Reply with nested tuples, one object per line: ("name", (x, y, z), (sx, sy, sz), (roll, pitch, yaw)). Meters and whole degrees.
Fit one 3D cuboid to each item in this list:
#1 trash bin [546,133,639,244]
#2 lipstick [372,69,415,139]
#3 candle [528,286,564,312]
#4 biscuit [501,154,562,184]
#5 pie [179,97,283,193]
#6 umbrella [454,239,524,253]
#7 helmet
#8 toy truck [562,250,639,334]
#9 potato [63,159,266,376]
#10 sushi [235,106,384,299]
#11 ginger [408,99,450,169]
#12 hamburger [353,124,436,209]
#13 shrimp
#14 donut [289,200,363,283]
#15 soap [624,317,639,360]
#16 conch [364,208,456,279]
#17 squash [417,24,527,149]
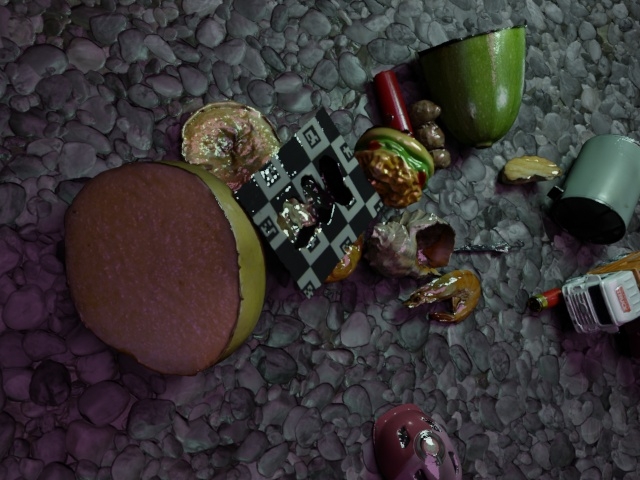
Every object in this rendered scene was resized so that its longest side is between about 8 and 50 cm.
("trash bin", (0.855, -0.157, 1.909), (0.277, 0.217, 0.263), (30, 67, 6))
("lipstick", (0.215, -0.336, 1.767), (0.073, 0.073, 0.280), (-13, 82, -24))
("candle", (0.676, 0.171, 1.853), (0.130, 0.052, 0.052), (-17, 85, -25))
("biscuit", (0.627, -0.205, 1.896), (0.182, 0.061, 0.118), (-9, 43, -7))
("pie", (-0.219, -0.224, 1.570), (0.274, 0.055, 0.275), (5, 76, -22))
("umbrella", (0.486, 0.024, 1.815), (0.268, 0.044, 0.044), (-6, 53, -22))
("helmet", (0.253, 0.539, 1.544), (0.198, 0.154, 0.254), (-19, 91, -24))
("toy truck", (0.905, 0.140, 1.850), (0.387, 0.207, 0.174), (-18, 87, -32))
("potato", (-0.298, 0.048, 1.362), (0.384, 0.319, 0.443), (-12, 92, 16))
("sushi", (-0.040, -0.084, 1.452), (0.296, 0.099, 0.373), (56, 49, -21))
("ginger", (0.311, -0.296, 1.781), (0.080, 0.104, 0.204), (-29, 108, -40))
("hamburger", (0.172, -0.174, 1.636), (0.237, 0.237, 0.149), (32, 68, -13))
("shrimp", (0.332, 0.156, 1.700), (0.248, 0.068, 0.150), (-4, 100, -22))
("donut", (0.002, 0.001, 1.578), (0.226, 0.114, 0.227), (5, 75, -21))
("soap", (1.064, 0.273, 1.905), (0.324, 0.220, 0.128), (-10, 74, -23))
("conch", (0.223, 0.007, 1.648), (0.210, 0.159, 0.291), (-56, 143, 5))
("squash", (0.460, -0.422, 1.793), (0.310, 0.310, 0.309), (-19, 101, -25))
